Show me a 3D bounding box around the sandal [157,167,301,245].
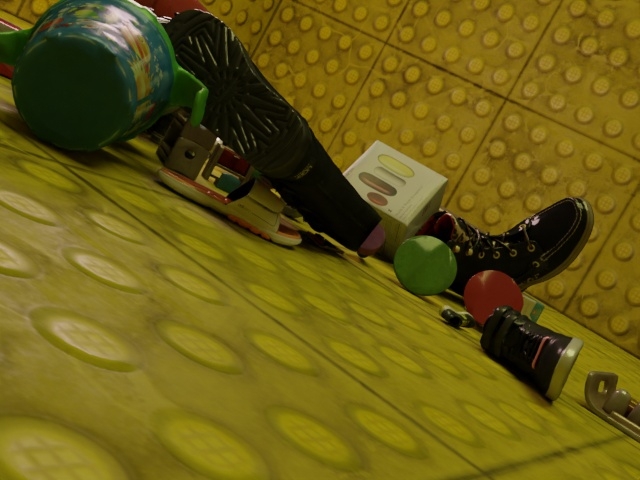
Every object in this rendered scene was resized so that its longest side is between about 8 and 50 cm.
[{"bbox_3d":[-0.133,-0.073,1.397,0.265,0.076,0.102,27,7,-19],"label":"sandal"}]

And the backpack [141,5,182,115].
[{"bbox_3d":[-0.361,-0.301,1.531,0.253,0.191,0.225,0,8,29],"label":"backpack"}]

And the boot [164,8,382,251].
[{"bbox_3d":[-0.079,-0.181,1.545,0.367,0.146,0.445,53,8,24],"label":"boot"}]

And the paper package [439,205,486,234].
[{"bbox_3d":[0.256,-0.034,2.296,0.309,0.168,0.325,31,7,21],"label":"paper package"}]

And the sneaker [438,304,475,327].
[{"bbox_3d":[0.250,0.147,1.557,0.083,0.031,0.035,20,24,-29],"label":"sneaker"}]

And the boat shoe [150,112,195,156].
[{"bbox_3d":[-0.292,-0.234,1.899,0.065,0.083,0.183,32,8,27],"label":"boat shoe"}]

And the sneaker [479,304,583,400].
[{"bbox_3d":[0.331,0.174,1.392,0.147,0.104,0.296,28,1,9],"label":"sneaker"}]

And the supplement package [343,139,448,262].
[{"bbox_3d":[0.157,-0.093,2.034,0.203,0.194,0.149,31,-36,18],"label":"supplement package"}]

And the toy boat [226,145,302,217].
[{"bbox_3d":[-0.081,-0.145,1.928,0.267,0.148,0.318,16,6,-20],"label":"toy boat"}]

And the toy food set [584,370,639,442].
[{"bbox_3d":[0.614,0.318,1.473,0.306,0.092,0.220,33,9,30],"label":"toy food set"}]

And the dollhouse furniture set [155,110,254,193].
[{"bbox_3d":[-0.198,-0.173,1.650,0.184,0.129,0.129,26,8,-24],"label":"dollhouse furniture set"}]

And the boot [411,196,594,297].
[{"bbox_3d":[0.385,0.007,1.904,0.284,0.377,0.138,18,48,-32],"label":"boot"}]

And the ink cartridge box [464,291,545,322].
[{"bbox_3d":[0.392,0.142,1.863,0.143,0.092,0.090,25,7,-26],"label":"ink cartridge box"}]

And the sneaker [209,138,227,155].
[{"bbox_3d":[-0.218,-0.222,2.167,0.115,0.090,0.232,41,22,32],"label":"sneaker"}]

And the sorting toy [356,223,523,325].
[{"bbox_3d":[0.224,0.081,1.748,0.365,0.127,0.126,27,-23,6],"label":"sorting toy"}]

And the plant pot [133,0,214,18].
[{"bbox_3d":[-0.339,-0.425,1.767,0.265,0.272,0.272,35,3,-31],"label":"plant pot"}]

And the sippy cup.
[{"bbox_3d":[-0.336,-0.234,1.248,0.224,0.305,0.240,-98,167,-69],"label":"sippy cup"}]

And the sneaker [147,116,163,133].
[{"bbox_3d":[-0.414,-0.310,1.911,0.283,0.107,0.124,22,4,-46],"label":"sneaker"}]

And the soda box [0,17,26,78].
[{"bbox_3d":[-0.592,-0.360,1.591,0.083,0.092,0.263,35,9,36],"label":"soda box"}]

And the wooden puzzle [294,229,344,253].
[{"bbox_3d":[0.000,0.000,1.661,0.078,0.014,0.116,32,8,25],"label":"wooden puzzle"}]
